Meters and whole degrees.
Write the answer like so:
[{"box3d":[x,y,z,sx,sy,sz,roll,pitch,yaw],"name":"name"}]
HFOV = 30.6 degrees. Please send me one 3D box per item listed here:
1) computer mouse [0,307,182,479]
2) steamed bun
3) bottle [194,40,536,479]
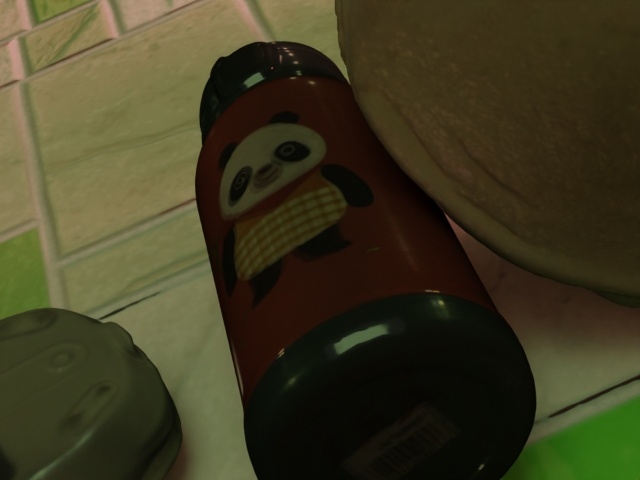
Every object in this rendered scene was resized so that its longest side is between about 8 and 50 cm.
[{"box3d":[-0.235,0.157,0.652,0.331,0.095,0.197,-28,42,-19],"name":"computer mouse"},{"box3d":[0.202,-0.099,0.624,0.383,0.236,0.247,2,34,8],"name":"steamed bun"},{"box3d":[0.000,0.000,0.679,0.144,0.144,0.336,-22,39,0],"name":"bottle"}]
